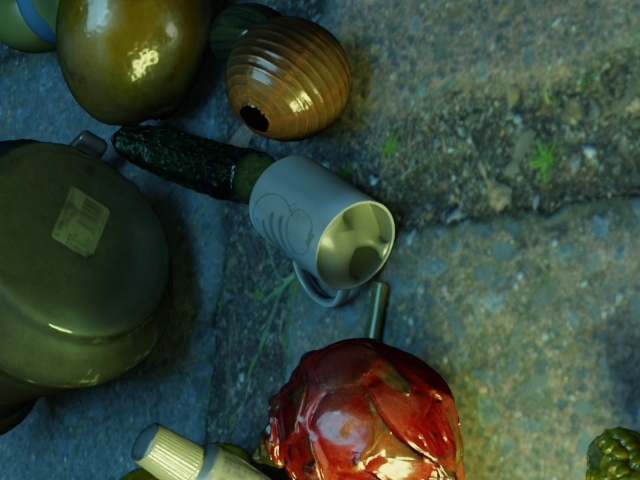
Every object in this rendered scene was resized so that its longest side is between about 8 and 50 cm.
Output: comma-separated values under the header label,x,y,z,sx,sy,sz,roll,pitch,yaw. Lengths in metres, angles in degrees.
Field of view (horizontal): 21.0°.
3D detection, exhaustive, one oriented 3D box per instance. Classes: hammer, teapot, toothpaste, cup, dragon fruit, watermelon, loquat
label,x,y,z,sx,sy,sz,roll,pitch,yaw
hammer,0.048,0.139,1.742,0.062,0.013,0.199,7,87,48
teapot,-0.360,0.046,2.035,0.362,0.305,0.376,-37,27,44
toothpaste,-0.061,0.256,1.651,0.099,0.282,0.068,11,69,60
cup,-0.007,-0.003,1.770,0.133,0.099,0.136,36,107,44
dragon fruit,0.044,0.178,1.626,0.209,0.172,0.172,16,93,19
watermelon,-0.076,-0.224,1.913,0.111,0.078,0.078,14,92,46
loquat,-0.217,-0.242,1.997,0.179,0.179,0.227,26,103,47

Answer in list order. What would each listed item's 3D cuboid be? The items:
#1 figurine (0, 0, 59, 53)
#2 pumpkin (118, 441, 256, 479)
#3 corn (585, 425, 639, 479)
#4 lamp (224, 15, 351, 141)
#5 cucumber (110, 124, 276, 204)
label,x,y,z,sx,sy,sz,roll,pitch,yaw
figurine,-0.334,-0.318,2.161,0.262,0.154,0.180,17,105,44
pumpkin,-0.135,0.327,1.843,0.312,0.169,0.148,-23,27,34
corn,0.286,0.268,1.394,0.097,0.097,0.261,-48,49,29
lamp,-0.035,-0.168,1.812,0.136,0.136,0.136,-13,72,45
cucumber,-0.153,-0.093,1.977,0.293,0.067,0.067,18,95,52
